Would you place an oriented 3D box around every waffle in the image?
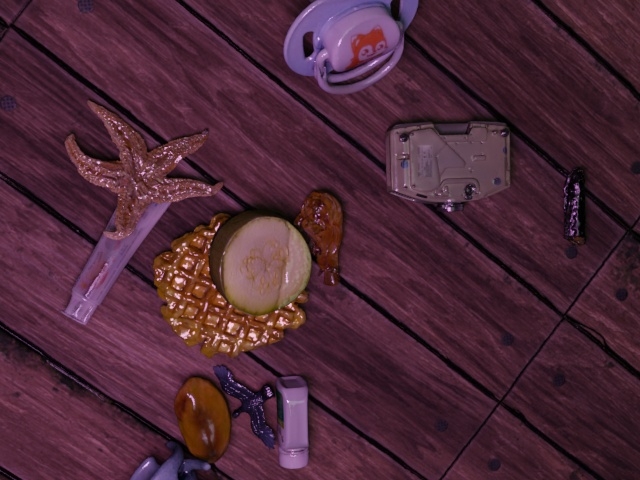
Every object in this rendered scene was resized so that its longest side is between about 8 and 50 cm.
[{"bbox_3d":[-0.182,0.091,1.633,0.325,0.068,0.302,-23,100,-9],"label":"waffle"}]

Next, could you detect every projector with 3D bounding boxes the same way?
[{"bbox_3d":[0.278,-0.160,1.675,0.270,0.088,0.193,-3,94,-10],"label":"projector"}]

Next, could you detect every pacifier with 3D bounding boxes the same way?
[{"bbox_3d":[0.043,-0.455,1.571,0.300,0.244,0.233,-23,69,-11],"label":"pacifier"}]

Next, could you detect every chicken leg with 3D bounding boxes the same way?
[{"bbox_3d":[0.003,-0.001,1.648,0.101,0.085,0.207,-19,109,-42],"label":"chicken leg"}]

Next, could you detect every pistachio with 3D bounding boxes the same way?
[{"bbox_3d":[-0.245,0.372,1.639,0.110,0.100,0.189,-21,98,-27],"label":"pistachio"}]

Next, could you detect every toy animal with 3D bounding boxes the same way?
[{"bbox_3d":[-0.147,0.348,1.668,0.108,0.062,0.220,-32,87,-3],"label":"toy animal"}]

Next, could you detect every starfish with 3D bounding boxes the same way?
[{"bbox_3d":[-0.355,-0.148,1.576,0.303,0.060,0.299,-6,77,-17],"label":"starfish"}]

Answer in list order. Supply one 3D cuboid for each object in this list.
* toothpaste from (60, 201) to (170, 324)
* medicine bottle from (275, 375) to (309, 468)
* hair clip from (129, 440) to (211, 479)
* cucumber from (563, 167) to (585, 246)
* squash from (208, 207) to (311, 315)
[{"bbox_3d":[-0.420,0.018,1.585,0.100,0.066,0.323,31,81,-9],"label":"toothpaste"},{"bbox_3d":[-0.059,0.389,1.660,0.069,0.119,0.183,-4,99,-13],"label":"medicine bottle"},{"bbox_3d":[-0.299,0.599,1.570,0.238,0.392,0.318,-32,99,-31],"label":"hair clip"},{"bbox_3d":[0.579,-0.075,1.758,0.053,0.053,0.181,0,94,-10],"label":"cucumber"},{"bbox_3d":[-0.110,0.045,1.551,0.220,0.133,0.220,-1,94,-20],"label":"squash"}]
